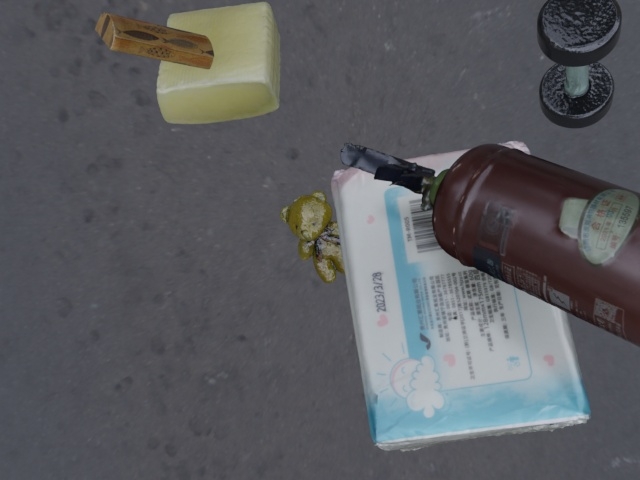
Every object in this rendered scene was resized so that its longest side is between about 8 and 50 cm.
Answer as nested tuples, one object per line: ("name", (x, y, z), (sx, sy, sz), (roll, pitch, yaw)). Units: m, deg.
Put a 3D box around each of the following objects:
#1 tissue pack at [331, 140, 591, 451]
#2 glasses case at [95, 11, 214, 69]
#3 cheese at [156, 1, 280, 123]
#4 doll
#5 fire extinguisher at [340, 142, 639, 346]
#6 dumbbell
("tissue pack", (0.127, 0.055, 0.725), (0.201, 0.124, 0.271), (-8, 73, 3))
("glasses case", (-0.245, -0.302, 1.132), (0.064, 0.170, 0.041), (52, 124, 35))
("cheese", (-0.211, -0.375, 1.588), (0.243, 0.124, 0.265), (-8, 51, 8))
("doll", (0.000, 0.000, 1.612), (0.137, 0.097, 0.209), (-24, 106, 25))
("fire extinguisher", (0.163, -0.008, 0.561), (0.344, 0.138, 0.102), (28, 106, 36))
("dumbbell", (0.334, -0.233, 0.976), (0.100, 0.191, 0.100), (-6, 67, 14))
